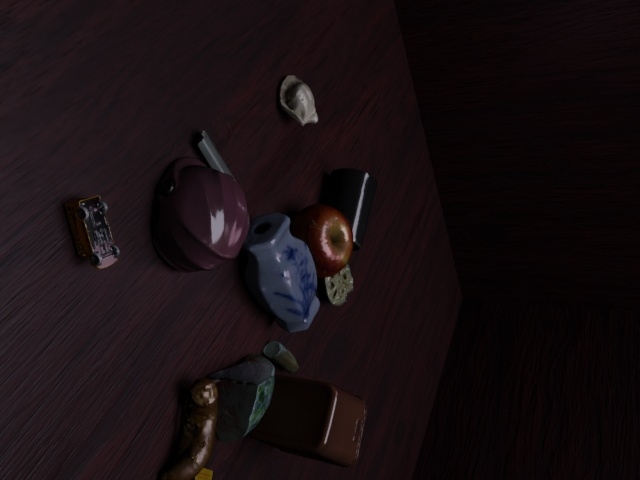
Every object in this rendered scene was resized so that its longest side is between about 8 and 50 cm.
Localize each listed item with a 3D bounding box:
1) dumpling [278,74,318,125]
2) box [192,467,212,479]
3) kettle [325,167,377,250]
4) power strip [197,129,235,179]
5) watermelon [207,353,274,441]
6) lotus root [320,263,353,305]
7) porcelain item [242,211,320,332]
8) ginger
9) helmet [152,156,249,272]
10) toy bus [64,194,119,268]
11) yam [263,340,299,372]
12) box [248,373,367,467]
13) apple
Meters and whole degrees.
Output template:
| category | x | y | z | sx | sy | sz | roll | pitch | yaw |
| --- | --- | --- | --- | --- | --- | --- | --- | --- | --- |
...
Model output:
| category | x | y | z | sx | sy | sz | roll | pitch | yaw |
| --- | --- | --- | --- | --- | --- | --- | --- | --- | --- |
| dumpling | -0.087 | -0.508 | 1.960 | 0.136 | 0.118 | 0.199 | -37 | 95 | -38 |
| box | -0.359 | 0.751 | 1.564 | 0.087 | 0.023 | 0.155 | 56 | 32 | -53 |
| kettle | 0.098 | -0.119 | 2.259 | 0.203 | 0.262 | 0.307 | 20 | 74 | -23 |
| power strip | -0.308 | -0.226 | 1.630 | 0.060 | 0.027 | 0.252 | -97 | 164 | -48 |
| watermelon | -0.272 | 0.491 | 1.669 | 0.289 | 0.214 | 0.320 | -61 | -165 | 12 |
| lotus root | 0.058 | 0.174 | 2.268 | 0.183 | 0.078 | 0.203 | -18 | 103 | -47 |
| porcelain item | -0.133 | 0.116 | 1.821 | 0.242 | 0.179 | 0.405 | -59 | 141 | -43 |
| ginger | -0.355 | 0.544 | 1.517 | 0.133 | 0.107 | 0.309 | 38 | 61 | -71 |
| helmet | -0.309 | -0.074 | 1.491 | 0.271 | 0.197 | 0.338 | 33 | 63 | -54 |
| toy bus | -0.526 | -0.017 | 1.226 | 0.069 | 0.074 | 0.162 | -39 | 122 | -63 |
| yam | -0.137 | 0.424 | 1.934 | 0.169 | 0.068 | 0.068 | 51 | 48 | -48 |
| box | -0.049 | 0.606 | 1.827 | 0.229 | 0.340 | 0.239 | 46 | 52 | -48 |
| apple | 0.000 | 0.000 | 1.996 | 0.251 | 0.206 | 0.271 | -48 | 117 | -33 |
